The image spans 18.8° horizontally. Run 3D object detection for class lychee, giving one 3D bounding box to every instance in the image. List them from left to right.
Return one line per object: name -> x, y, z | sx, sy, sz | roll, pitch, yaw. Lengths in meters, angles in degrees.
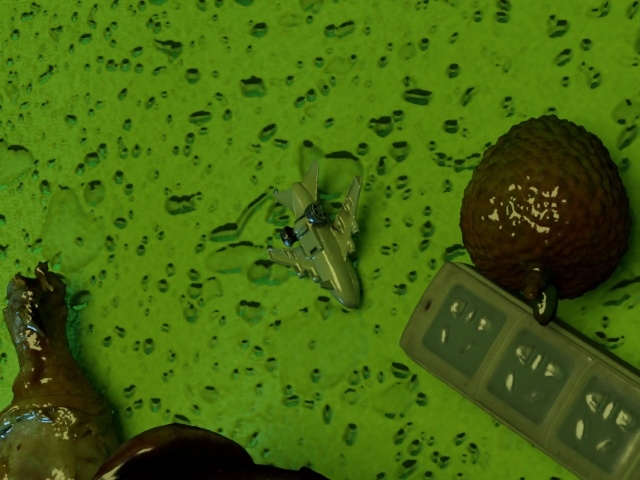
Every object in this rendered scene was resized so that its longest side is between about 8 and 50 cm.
lychee -> 0.148, -0.015, 1.256 | 0.114, 0.114, 0.146 | -9, 52, 29

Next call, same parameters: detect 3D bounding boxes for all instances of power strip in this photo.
power strip -> 0.160, 0.100, 1.260 | 0.272, 0.052, 0.078 | 34, 98, 32

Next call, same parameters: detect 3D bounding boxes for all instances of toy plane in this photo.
toy plane -> 0.000, 0.000, 1.386 | 0.102, 0.040, 0.111 | -41, 58, 38

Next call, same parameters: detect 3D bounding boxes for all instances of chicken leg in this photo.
chicken leg -> -0.210, 0.130, 1.455 | 0.103, 0.088, 0.228 | -32, 67, 36

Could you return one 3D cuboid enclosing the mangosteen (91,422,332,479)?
mangosteen -> -0.081, 0.269, 1.248 | 0.307, 0.307, 0.347 | -50, 31, 12
